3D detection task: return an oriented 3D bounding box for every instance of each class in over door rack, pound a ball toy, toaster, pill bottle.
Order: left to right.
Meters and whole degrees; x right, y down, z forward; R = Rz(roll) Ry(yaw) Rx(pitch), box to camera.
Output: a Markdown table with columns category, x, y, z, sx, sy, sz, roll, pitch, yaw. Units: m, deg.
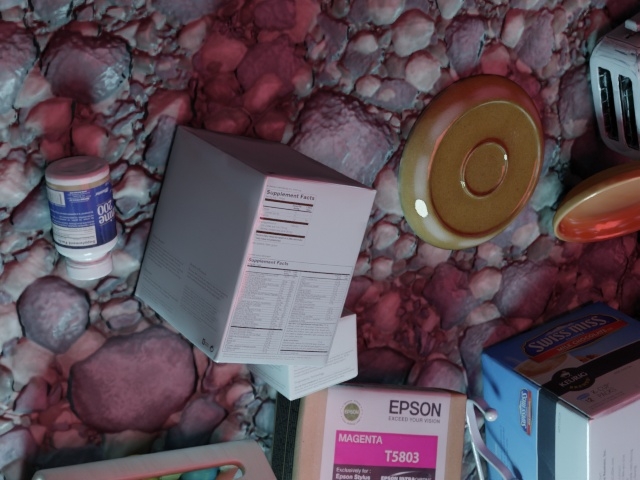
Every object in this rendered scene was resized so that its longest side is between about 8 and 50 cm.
| category | x | y | z | sx | sy | sz | roll | pitch | yaw |
| --- | --- | --- | --- | --- | --- | --- | --- | --- | --- |
| pill bottle | -0.247 | -0.023 | 1.355 | 0.067 | 0.067 | 0.120 | -17 | 118 | -28 |
| pound a ball toy | -0.232 | 0.335 | 1.499 | 0.319 | 0.135 | 0.208 | -3 | 136 | -34 |
| over door rack | 0.160 | 0.402 | 1.794 | 0.240 | 0.108 | 0.324 | -22 | 121 | -25 |
| toaster | 0.451 | -0.204 | 1.731 | 0.146 | 0.129 | 0.227 | -27 | 125 | -19 |

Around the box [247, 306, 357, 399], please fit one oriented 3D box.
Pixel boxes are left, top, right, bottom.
| category | x | y | z | sx | sy | sz | roll | pitch | yaw |
| --- | --- | --- | --- | --- | --- | --- | --- | --- | --- |
| box | -0.024 | 0.121 | 1.550 | 0.102 | 0.101 | 0.087 | -17 | 117 | -30 |

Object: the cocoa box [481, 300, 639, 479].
| category | x | y | z | sx | sy | sz | roll | pitch | yaw |
| --- | --- | --- | --- | --- | --- | --- | --- | --- | --- |
| cocoa box | 0.386 | 0.305 | 1.830 | 0.231 | 0.228 | 0.347 | -19 | 119 | -25 |

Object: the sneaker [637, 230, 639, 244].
| category | x | y | z | sx | sy | sz | roll | pitch | yaw |
| --- | --- | --- | --- | --- | --- | --- | --- | --- | --- |
| sneaker | 0.562 | 0.000 | 1.912 | 0.276 | 0.098 | 0.135 | 23 | 95 | -37 |

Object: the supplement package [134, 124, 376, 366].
| category | x | y | z | sx | sy | sz | roll | pitch | yaw |
| --- | --- | --- | --- | --- | --- | --- | --- | --- | --- |
| supplement package | -0.074 | 0.005 | 1.406 | 0.149 | 0.194 | 0.203 | 6 | 106 | -37 |

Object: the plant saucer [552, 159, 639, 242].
| category | x | y | z | sx | sy | sz | roll | pitch | yaw |
| --- | --- | --- | --- | --- | --- | --- | --- | --- | --- |
| plant saucer | 0.407 | -0.056 | 1.754 | 0.200 | 0.037 | 0.200 | -13 | 157 | -6 |

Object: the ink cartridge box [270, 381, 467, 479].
| category | x | y | z | sx | sy | sz | roll | pitch | yaw |
| --- | --- | --- | --- | --- | --- | --- | --- | --- | --- |
| ink cartridge box | 0.059 | 0.276 | 1.622 | 0.235 | 0.088 | 0.193 | 6 | 86 | -24 |

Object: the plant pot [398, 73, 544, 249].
| category | x | y | z | sx | sy | sz | roll | pitch | yaw |
| --- | --- | --- | --- | --- | --- | --- | --- | --- | --- |
| plant pot | 0.204 | -0.095 | 1.663 | 0.236 | 0.032 | 0.236 | -14 | 116 | -30 |
